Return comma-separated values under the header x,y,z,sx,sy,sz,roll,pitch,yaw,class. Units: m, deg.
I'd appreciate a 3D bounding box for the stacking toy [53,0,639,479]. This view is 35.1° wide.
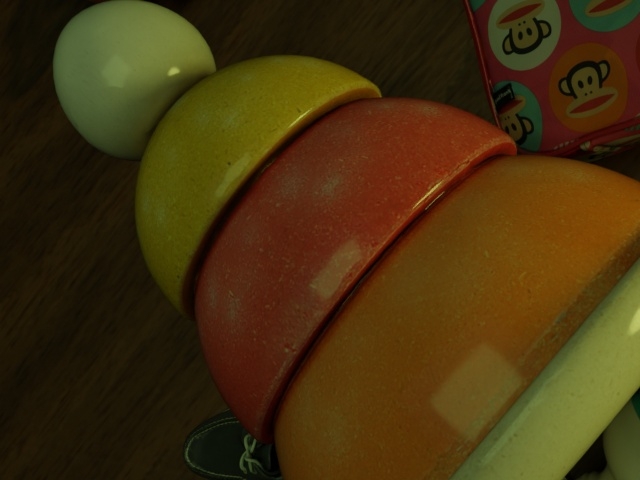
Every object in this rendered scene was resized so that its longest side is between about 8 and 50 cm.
x,y,z,sx,sy,sz,roll,pitch,yaw,class
-0.009,-0.015,0.699,0.480,0.350,0.351,41,100,13,stacking toy

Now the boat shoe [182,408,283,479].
x,y,z,sx,sy,sz,roll,pitch,yaw,class
-0.041,0.175,0.886,0.206,0.065,0.075,-9,78,24,boat shoe

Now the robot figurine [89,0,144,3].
x,y,z,sx,sy,sz,roll,pitch,yaw,class
-0.221,-0.329,1.025,0.158,0.128,0.219,-49,64,34,robot figurine

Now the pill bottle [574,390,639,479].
x,y,z,sx,sy,sz,roll,pitch,yaw,class
0.297,0.138,0.685,0.264,0.146,0.146,-38,68,15,pill bottle

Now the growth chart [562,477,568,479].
x,y,z,sx,sy,sz,roll,pitch,yaw,class
0.189,0.268,0.786,0.237,0.021,0.172,26,92,26,growth chart

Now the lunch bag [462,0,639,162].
x,y,z,sx,sy,sz,roll,pitch,yaw,class
0.250,-0.211,0.755,0.293,0.120,0.258,-20,77,37,lunch bag
